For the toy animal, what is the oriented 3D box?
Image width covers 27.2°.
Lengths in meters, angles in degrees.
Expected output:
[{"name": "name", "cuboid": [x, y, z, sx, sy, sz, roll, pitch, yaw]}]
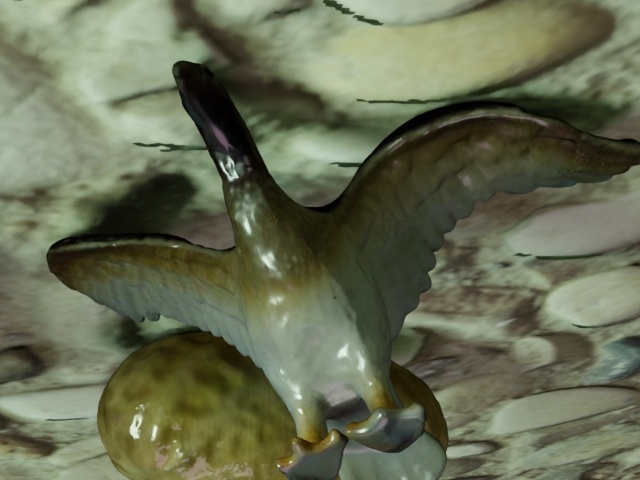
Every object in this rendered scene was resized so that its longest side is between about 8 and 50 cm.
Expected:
[{"name": "toy animal", "cuboid": [0.002, 0.010, 0.511, 0.272, 0.160, 0.197, -21, 154, 8]}]

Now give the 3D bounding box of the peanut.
[{"name": "peanut", "cuboid": [-0.021, 0.107, 0.752, 0.226, 0.108, 0.095, 5, 162, -37]}]
